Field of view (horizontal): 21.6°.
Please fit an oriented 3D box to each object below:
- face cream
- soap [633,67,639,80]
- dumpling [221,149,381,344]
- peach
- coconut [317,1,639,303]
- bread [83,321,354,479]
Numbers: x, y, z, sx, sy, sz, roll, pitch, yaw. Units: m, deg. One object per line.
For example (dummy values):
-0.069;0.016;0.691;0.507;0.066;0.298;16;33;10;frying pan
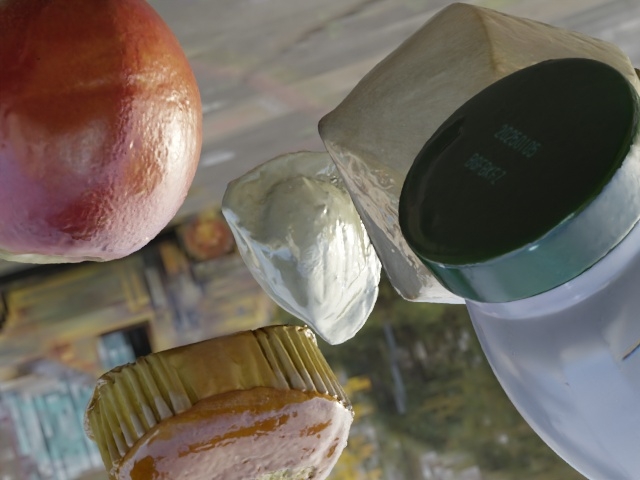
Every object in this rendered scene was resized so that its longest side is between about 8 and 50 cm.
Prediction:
0.241;0.046;1.356;0.219;0.357;0.312;-25;-143;25;face cream
0.358;-0.073;1.964;0.076;0.233;0.135;22;-145;15;soap
0.000;0.000;2.009;0.179;0.252;0.131;-42;-161;-20;dumpling
-0.313;-0.152;2.078;0.372;0.373;0.290;-16;180;-13;peach
0.152;-0.080;1.606;0.328;0.329;0.329;-17;176;-1;coconut
-0.109;0.214;1.863;0.288;0.156;0.204;-6;136;-27;bread
